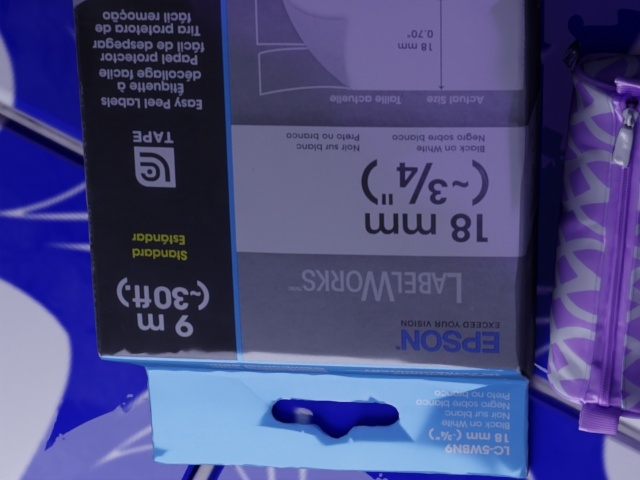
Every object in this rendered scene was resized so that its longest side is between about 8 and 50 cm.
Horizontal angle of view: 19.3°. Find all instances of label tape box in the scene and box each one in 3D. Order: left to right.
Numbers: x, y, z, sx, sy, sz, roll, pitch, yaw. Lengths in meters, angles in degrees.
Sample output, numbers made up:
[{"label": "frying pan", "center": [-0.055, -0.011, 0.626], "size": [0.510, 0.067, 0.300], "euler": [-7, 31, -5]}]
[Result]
[{"label": "label tape box", "center": [0.000, 0.000, 1.053], "size": [0.241, 0.106, 0.333], "euler": [1, 109, 9]}]

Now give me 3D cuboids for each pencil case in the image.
[{"label": "pencil case", "center": [0.171, -0.004, 1.035], "size": [0.086, 0.088, 0.206], "euler": [4, 111, 9]}]
